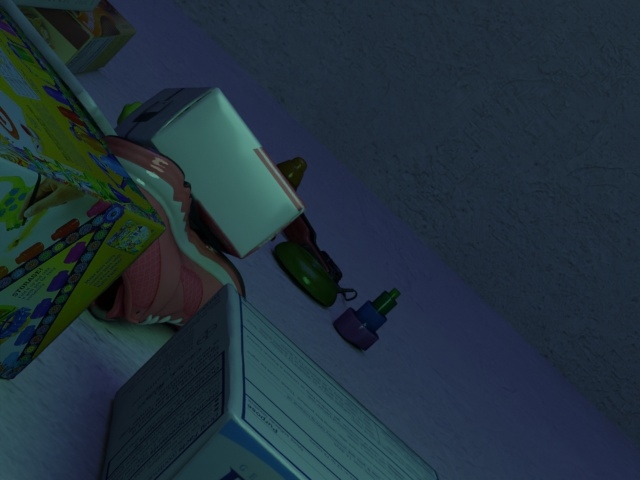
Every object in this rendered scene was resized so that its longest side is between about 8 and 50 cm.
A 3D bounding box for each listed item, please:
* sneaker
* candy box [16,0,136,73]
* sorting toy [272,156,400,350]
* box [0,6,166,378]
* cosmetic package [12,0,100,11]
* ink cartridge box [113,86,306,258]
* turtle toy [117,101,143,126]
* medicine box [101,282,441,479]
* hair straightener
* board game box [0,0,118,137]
[{"bbox_3d":[-0.176,0.034,1.394,0.116,0.136,0.314,18,-27,28],"label":"sneaker"},{"bbox_3d":[-0.384,-0.333,2.052,0.183,0.087,0.316,44,10,-4],"label":"candy box"},{"bbox_3d":[0.000,0.000,2.202,0.365,0.126,0.127,50,8,26],"label":"sorting toy"},{"bbox_3d":[-0.310,-0.080,1.012,0.290,0.177,0.279,51,10,26],"label":"box"},{"bbox_3d":[-0.420,-0.413,1.747,0.217,0.156,0.385,50,27,19],"label":"cosmetic package"},{"bbox_3d":[-0.123,-0.075,1.489,0.158,0.092,0.218,54,-10,-16],"label":"ink cartridge box"},{"bbox_3d":[-0.224,-0.110,1.793,0.095,0.066,0.130,8,81,-75],"label":"turtle toy"},{"bbox_3d":[-0.027,0.208,1.111,0.263,0.149,0.289,43,10,-14],"label":"medicine box"},{"bbox_3d":[-0.003,0.015,2.372,0.230,0.047,0.089,51,11,27],"label":"hair straightener"},{"bbox_3d":[-0.313,-0.181,1.522,0.390,0.050,0.390,49,-7,21],"label":"board game box"}]
